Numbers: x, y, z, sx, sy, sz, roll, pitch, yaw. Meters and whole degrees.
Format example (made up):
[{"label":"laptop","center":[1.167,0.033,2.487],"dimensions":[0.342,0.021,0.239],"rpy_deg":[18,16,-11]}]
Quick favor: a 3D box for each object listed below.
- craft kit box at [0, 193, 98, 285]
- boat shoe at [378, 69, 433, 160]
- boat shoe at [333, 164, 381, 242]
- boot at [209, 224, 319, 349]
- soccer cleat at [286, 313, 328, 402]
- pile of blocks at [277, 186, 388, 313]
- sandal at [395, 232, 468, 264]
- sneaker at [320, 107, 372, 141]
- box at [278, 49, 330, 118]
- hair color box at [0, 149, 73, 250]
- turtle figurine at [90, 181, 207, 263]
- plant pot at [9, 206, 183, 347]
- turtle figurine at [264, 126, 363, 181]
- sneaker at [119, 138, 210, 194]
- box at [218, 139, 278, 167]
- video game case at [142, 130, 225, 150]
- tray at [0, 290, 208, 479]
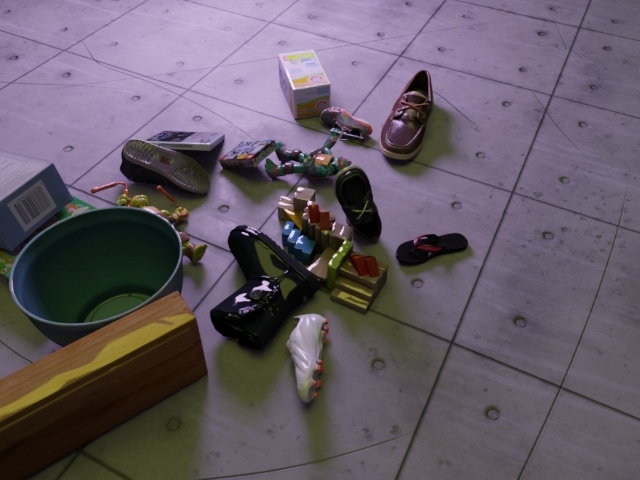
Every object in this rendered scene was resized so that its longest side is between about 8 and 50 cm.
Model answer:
[{"label":"craft kit box","center":[-0.574,0.019,1.230],"dimensions":[0.247,0.060,0.250],"rpy_deg":[26,52,18]},{"label":"boat shoe","center":[0.247,-0.357,1.543],"dimensions":[0.124,0.123,0.341],"rpy_deg":[18,49,15]},{"label":"boat shoe","center":[0.088,-0.077,1.213],"dimensions":[0.084,0.233,0.079],"rpy_deg":[-30,56,-4]},{"label":"boot","center":[-0.154,0.091,1.142],"dimensions":[0.247,0.094,0.207],"rpy_deg":[35,52,20]},{"label":"soccer cleat","center":[-0.031,0.219,1.052],"dimensions":[0.076,0.068,0.196],"rpy_deg":[2,40,7]},{"label":"pile of blocks","center":[0.000,0.000,1.218],"dimensions":[0.149,0.112,0.362],"rpy_deg":[-29,54,-25]},{"label":"sandal","center":[0.251,0.008,1.264],"dimensions":[0.179,0.040,0.067],"rpy_deg":[-14,49,-14]},{"label":"sneaker","center":[0.063,-0.318,1.550],"dimensions":[0.158,0.061,0.064],"rpy_deg":[22,57,19]},{"label":"box","center":[-0.048,-0.462,1.648],"dimensions":[0.114,0.103,0.203],"rpy_deg":[-10,48,-10]},{"label":"hair color box","center":[-0.775,-0.113,1.264],"dimensions":[0.375,0.113,0.185],"rpy_deg":[14,47,25]},{"label":"turtle figurine","center":[-0.364,-0.033,1.217],"dimensions":[0.217,0.270,0.087],"rpy_deg":[45,102,19]},{"label":"plant pot","center":[-0.393,0.104,1.054],"dimensions":[0.294,0.196,0.293],"rpy_deg":[0,43,0]},{"label":"turtle figurine","center":[-0.013,-0.205,1.404],"dimensions":[0.234,0.118,0.175],"rpy_deg":[0,27,22]},{"label":"sneaker","center":[-0.388,-0.168,1.394],"dimensions":[0.222,0.118,0.083],"rpy_deg":[27,61,-15]},{"label":"box","center":[-0.187,-0.222,1.432],"dimensions":[0.137,0.027,0.094],"rpy_deg":[6,43,44]},{"label":"video game case","center":[-0.353,-0.261,1.456],"dimensions":[0.173,0.022,0.190],"rpy_deg":[3,19,1]},{"label":"tray","center":[-0.390,0.255,0.911],"dimensions":[0.411,0.202,0.076],"rpy_deg":[-27,57,-24]}]
